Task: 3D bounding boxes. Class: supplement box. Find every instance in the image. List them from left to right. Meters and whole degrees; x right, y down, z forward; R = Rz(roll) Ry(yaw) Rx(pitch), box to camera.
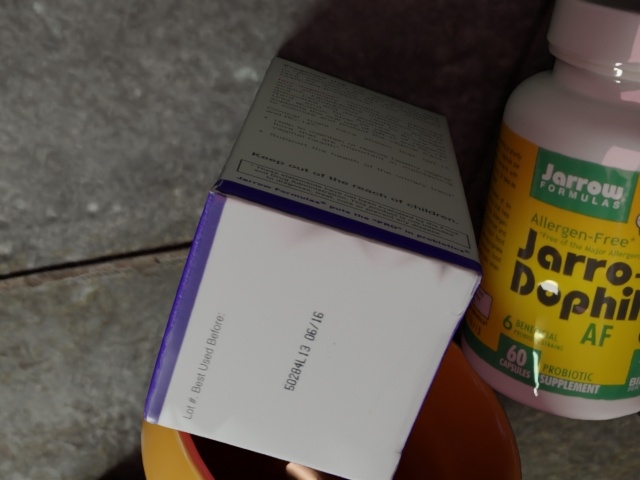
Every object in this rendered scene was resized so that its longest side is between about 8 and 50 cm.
[{"bbox_3d":[0.000,0.000,0.483,0.114,0.220,0.111,17,114,-5],"label":"supplement box"}]

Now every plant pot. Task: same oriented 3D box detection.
[{"bbox_3d":[-0.019,0.153,0.575,0.205,0.205,0.188,25,128,-7],"label":"plant pot"}]

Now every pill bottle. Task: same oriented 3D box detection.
[{"bbox_3d":[0.148,-0.021,0.520,0.117,0.117,0.208,8,114,0],"label":"pill bottle"}]
